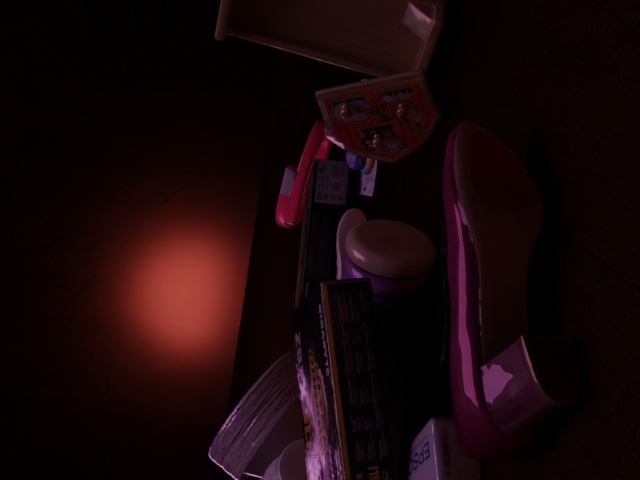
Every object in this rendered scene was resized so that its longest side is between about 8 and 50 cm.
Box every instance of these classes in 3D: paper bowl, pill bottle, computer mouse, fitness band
[{"bbox_3d":[-0.090,0.384,1.853,0.284,0.148,0.284,-51,-11,-15],"label":"paper bowl"},{"bbox_3d":[-0.044,0.501,1.697,0.278,0.162,0.162,111,162,-49],"label":"pill bottle"},{"bbox_3d":[0.184,0.070,1.199,0.071,0.041,0.242,-100,12,-81],"label":"computer mouse"},{"bbox_3d":[-0.035,-0.157,2.174,0.209,0.054,0.291,-54,-14,-48],"label":"fitness band"}]

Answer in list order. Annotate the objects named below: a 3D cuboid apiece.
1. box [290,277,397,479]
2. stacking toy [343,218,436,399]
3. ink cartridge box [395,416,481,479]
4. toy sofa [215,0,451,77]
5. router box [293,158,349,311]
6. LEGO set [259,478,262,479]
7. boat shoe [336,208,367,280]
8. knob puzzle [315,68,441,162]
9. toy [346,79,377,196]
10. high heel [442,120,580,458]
[{"bbox_3d":[0.028,0.237,1.269,0.257,0.079,0.322,125,140,-73],"label":"box"},{"bbox_3d":[0.084,0.138,1.408,0.141,0.141,0.330,-102,19,-59],"label":"stacking toy"},{"bbox_3d":[0.128,0.442,1.135,0.324,0.071,0.330,113,162,-52],"label":"ink cartridge box"},{"bbox_3d":[0.021,-0.384,1.450,0.177,0.362,0.150,-79,5,-48],"label":"toy sofa"},{"bbox_3d":[0.000,0.000,1.945,0.243,0.081,0.309,117,159,-78],"label":"router box"},{"bbox_3d":[-0.088,0.599,2.007,0.287,0.132,0.107,52,156,42],"label":"LEGO set"},{"bbox_3d":[0.060,0.030,1.766,0.063,0.066,0.184,164,104,-76],"label":"boat shoe"},{"bbox_3d":[0.099,-0.182,1.418,0.213,0.213,0.030,113,160,-53],"label":"knob puzzle"},{"bbox_3d":[0.083,-0.214,1.809,0.137,0.056,0.237,-150,68,-79],"label":"toy"},{"bbox_3d":[0.170,0.049,1.003,0.181,0.127,0.377,129,145,-49],"label":"high heel"}]
